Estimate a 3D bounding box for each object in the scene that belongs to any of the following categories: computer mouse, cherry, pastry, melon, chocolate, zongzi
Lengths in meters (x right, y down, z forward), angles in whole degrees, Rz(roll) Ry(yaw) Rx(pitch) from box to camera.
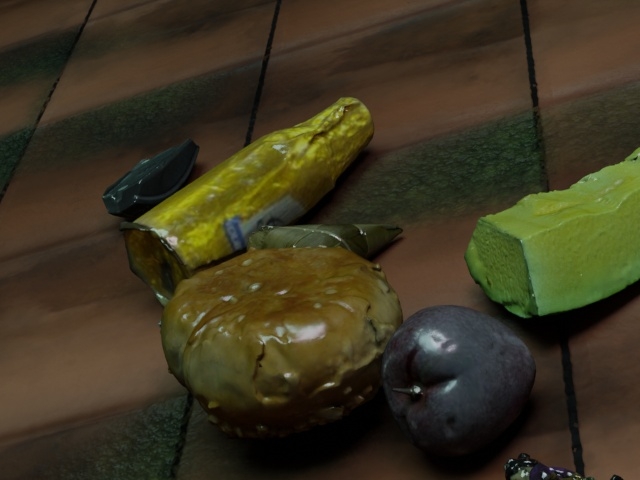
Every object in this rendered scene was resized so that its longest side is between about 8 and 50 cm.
[{"bbox_3d":[-0.275,-0.095,2.383,0.126,0.071,0.231,-22,17,32],"label":"computer mouse"},{"bbox_3d":[0.151,0.152,1.607,0.176,0.176,0.140,-47,10,-35],"label":"cherry"},{"bbox_3d":[-0.042,0.133,1.743,0.284,0.184,0.316,-28,28,-31],"label":"pastry"},{"bbox_3d":[0.351,-0.020,1.783,0.323,0.124,0.196,-25,31,-14],"label":"melon"},{"bbox_3d":[-0.089,-0.082,2.141,0.445,0.162,0.162,-39,34,-28],"label":"chocolate"},{"bbox_3d":[0.000,0.000,2.030,0.176,0.078,0.160,-34,41,-31],"label":"zongzi"}]

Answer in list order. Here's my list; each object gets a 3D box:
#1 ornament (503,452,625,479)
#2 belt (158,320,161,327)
[{"bbox_3d":[0.247,0.270,1.452,0.081,0.088,0.203,-59,26,-11],"label":"ornament"},{"bbox_3d":[-0.114,0.114,1.908,0.179,0.100,0.065,-29,14,-18],"label":"belt"}]
